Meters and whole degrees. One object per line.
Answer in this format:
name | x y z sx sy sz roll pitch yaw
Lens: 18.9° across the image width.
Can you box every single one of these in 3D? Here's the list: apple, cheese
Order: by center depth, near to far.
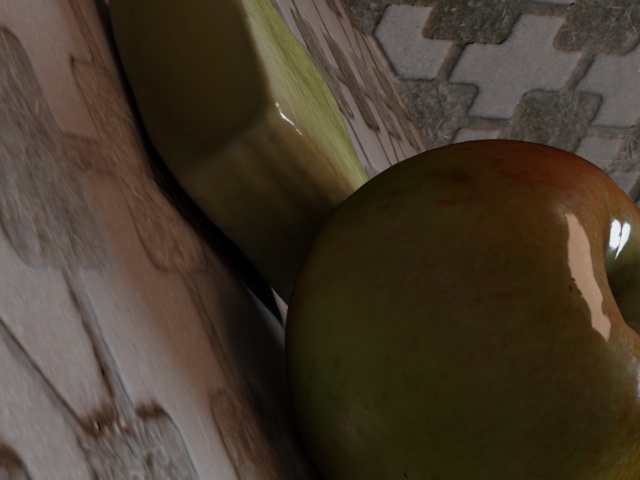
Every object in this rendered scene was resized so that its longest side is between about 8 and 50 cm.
apple | 0.134 0.081 1.462 0.319 0.277 0.319 17 67 -44
cheese | -0.056 -0.097 1.591 0.265 0.124 0.242 49 12 -53
